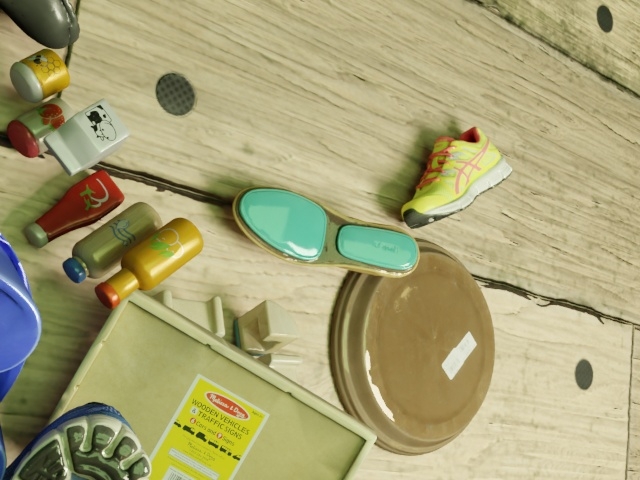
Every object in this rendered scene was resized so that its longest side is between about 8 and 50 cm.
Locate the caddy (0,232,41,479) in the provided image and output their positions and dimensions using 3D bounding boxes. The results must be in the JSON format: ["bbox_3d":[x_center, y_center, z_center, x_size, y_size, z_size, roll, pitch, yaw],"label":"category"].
[{"bbox_3d":[-0.370,0.074,0.603,0.341,0.179,0.241,11,100,-37],"label":"caddy"}]

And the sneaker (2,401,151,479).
[{"bbox_3d":[-0.246,0.277,0.689,0.130,0.147,0.330,35,89,-13],"label":"sneaker"}]

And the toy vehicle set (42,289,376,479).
[{"bbox_3d":[-0.103,0.181,0.771,0.267,0.035,0.166,31,89,-1],"label":"toy vehicle set"}]

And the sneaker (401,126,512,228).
[{"bbox_3d":[0.164,-0.086,1.102,0.208,0.081,0.094,-34,99,-42],"label":"sneaker"}]

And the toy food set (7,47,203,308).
[{"bbox_3d":[-0.224,-0.048,0.760,0.104,0.111,0.232,-41,97,-33],"label":"toy food set"}]

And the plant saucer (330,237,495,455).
[{"bbox_3d":[0.131,0.132,1.068,0.278,0.041,0.277,6,81,-38],"label":"plant saucer"}]

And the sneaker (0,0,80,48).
[{"bbox_3d":[-0.355,-0.264,0.702,0.330,0.122,0.146,46,74,-23],"label":"sneaker"}]

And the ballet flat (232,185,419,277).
[{"bbox_3d":[0.000,0.000,0.959,0.232,0.073,0.080,18,76,-20],"label":"ballet flat"}]

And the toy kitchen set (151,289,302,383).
[{"bbox_3d":[-0.111,0.172,0.850,0.166,0.122,0.207,10,58,-36],"label":"toy kitchen set"}]
